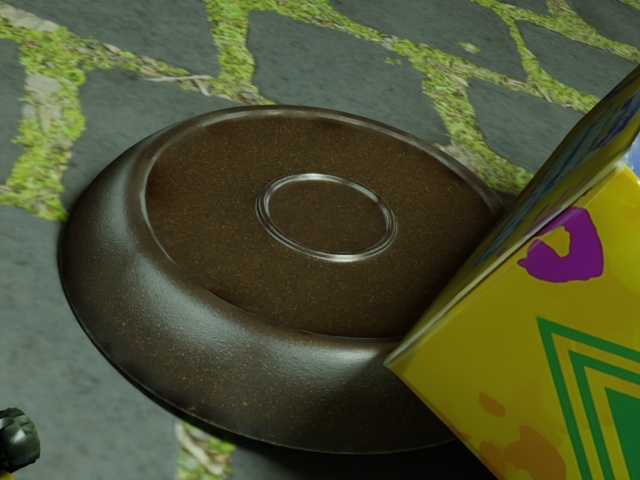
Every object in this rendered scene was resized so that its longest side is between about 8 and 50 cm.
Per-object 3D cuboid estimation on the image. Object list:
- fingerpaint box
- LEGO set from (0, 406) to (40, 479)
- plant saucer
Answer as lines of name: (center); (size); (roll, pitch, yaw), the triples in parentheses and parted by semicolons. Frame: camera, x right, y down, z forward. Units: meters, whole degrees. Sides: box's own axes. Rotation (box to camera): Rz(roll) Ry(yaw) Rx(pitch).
fingerpaint box: (0.280, 0.071, 0.713); (0.371, 0.163, 0.445); (46, 30, 1)
LEGO set: (-0.231, 0.144, 0.285); (0.331, 0.192, 0.255); (-31, 98, -35)
plant saucer: (0.000, 0.000, 0.759); (0.311, 0.050, 0.310); (9, 37, -7)
